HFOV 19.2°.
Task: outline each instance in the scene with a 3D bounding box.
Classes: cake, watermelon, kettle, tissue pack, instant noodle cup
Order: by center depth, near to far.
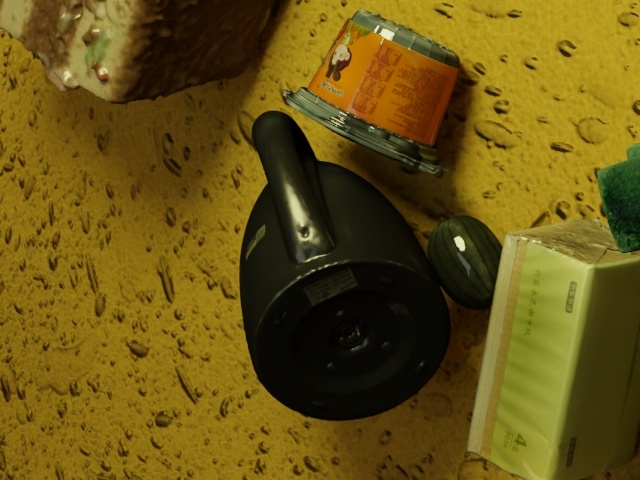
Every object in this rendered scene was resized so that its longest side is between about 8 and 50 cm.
[{"bbox_3d":[0.246,0.109,1.859,0.125,0.159,0.234,21,109,38],"label":"tissue pack"},{"bbox_3d":[0.157,0.025,1.985,0.078,0.078,0.111,-45,67,36],"label":"watermelon"},{"bbox_3d":[0.068,-0.165,1.991,0.208,0.177,0.126,27,100,16],"label":"instant noodle cup"},{"bbox_3d":[0.000,0.000,2.000,0.290,0.207,0.268,-105,-7,-52],"label":"kettle"},{"bbox_3d":[-0.207,-0.324,2.142,0.290,0.282,0.256,39,126,27],"label":"cake"}]

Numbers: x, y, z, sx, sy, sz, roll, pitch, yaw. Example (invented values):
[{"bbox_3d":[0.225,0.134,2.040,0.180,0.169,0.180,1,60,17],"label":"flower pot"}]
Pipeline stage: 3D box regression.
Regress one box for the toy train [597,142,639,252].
[{"bbox_3d":[0.393,-0.069,1.695,0.330,0.178,0.139,-20,82,40],"label":"toy train"}]
